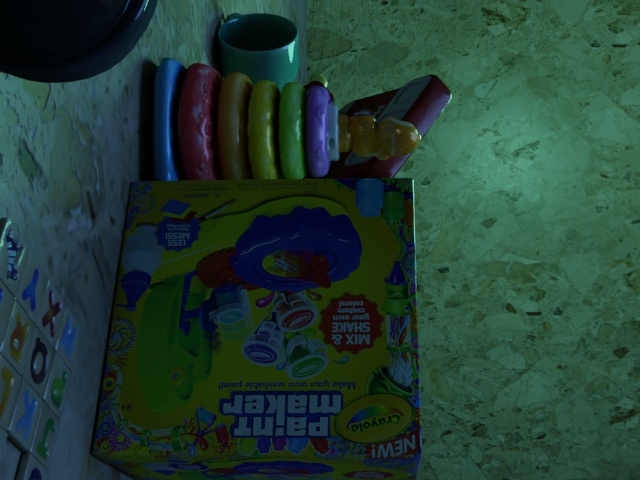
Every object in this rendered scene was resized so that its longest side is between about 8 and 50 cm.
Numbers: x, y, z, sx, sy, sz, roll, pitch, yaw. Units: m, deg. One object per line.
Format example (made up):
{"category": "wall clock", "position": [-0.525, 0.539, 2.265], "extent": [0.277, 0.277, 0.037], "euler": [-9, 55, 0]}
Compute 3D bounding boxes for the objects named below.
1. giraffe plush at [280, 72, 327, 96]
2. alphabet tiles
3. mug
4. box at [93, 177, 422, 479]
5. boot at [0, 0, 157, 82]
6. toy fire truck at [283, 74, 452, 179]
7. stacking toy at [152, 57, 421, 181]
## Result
{"category": "giraffe plush", "position": [-0.069, -0.229, 1.361], "extent": [0.210, 0.170, 0.182], "euler": [-84, 172, -60]}
{"category": "alphabet tiles", "position": [-0.209, 0.087, 0.484], "extent": [0.237, 0.009, 0.198], "euler": [85, 6, -56]}
{"category": "mug", "position": [-0.098, -0.302, 1.254], "extent": [0.158, 0.129, 0.097], "euler": [-86, 178, -48]}
{"category": "box", "position": [-0.047, 0.098, 0.793], "extent": [0.177, 0.289, 0.279], "euler": [82, 8, -64]}
{"category": "boot", "position": [-0.162, -0.254, 0.170], "extent": [0.445, 0.146, 0.367], "euler": [-47, 128, -88]}
{"category": "toy fire truck", "position": [0.016, -0.091, 1.022], "extent": [0.302, 0.169, 0.254], "euler": [-52, -158, -21]}
{"category": "stacking toy", "position": [-0.036, -0.122, 0.888], "extent": [0.175, 0.301, 0.166], "euler": [46, 44, -83]}
